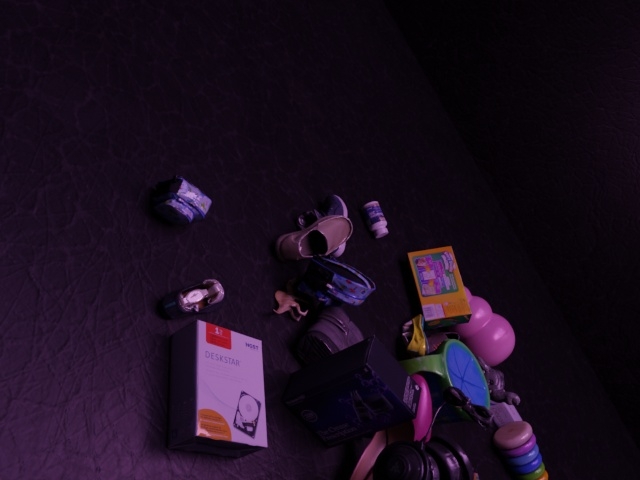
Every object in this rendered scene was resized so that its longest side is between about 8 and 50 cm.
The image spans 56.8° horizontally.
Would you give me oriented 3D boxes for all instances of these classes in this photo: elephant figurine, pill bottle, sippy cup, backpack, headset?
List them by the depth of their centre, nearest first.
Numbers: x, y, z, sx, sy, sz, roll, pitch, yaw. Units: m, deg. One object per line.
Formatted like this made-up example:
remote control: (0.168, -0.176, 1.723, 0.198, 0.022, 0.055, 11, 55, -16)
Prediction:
headset: (0.245, 0.507, 1.271, 0.243, 0.185, 0.394, 8, 101, -40)
backpack: (-0.317, -0.082, 1.350, 0.114, 0.105, 0.084, 34, 61, -36)
backpack: (0.050, 0.118, 1.553, 0.173, 0.117, 0.158, 26, 5, 16)
sippy cup: (0.331, 0.431, 1.708, 0.305, 0.224, 0.240, 55, 32, -5)
elephant figurine: (0.533, 0.466, 1.947, 0.169, 0.239, 0.186, -2, 65, -55)
pill bottle: (0.194, -0.073, 2.092, 0.067, 0.067, 0.120, 1, 63, -55)

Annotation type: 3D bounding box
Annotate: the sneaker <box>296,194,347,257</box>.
sneaker: (0.005, -0.078, 1.811, 0.163, 0.086, 0.226, 34, 40, -39)

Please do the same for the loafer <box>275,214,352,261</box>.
loafer: (0.000, 0.000, 1.657, 0.268, 0.092, 0.102, -25, 112, -36)

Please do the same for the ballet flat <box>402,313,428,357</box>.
ballet flat: (0.302, 0.301, 1.912, 0.231, 0.077, 0.077, -76, 167, -69)

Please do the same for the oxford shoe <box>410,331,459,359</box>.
oxford shoe: (0.379, 0.354, 1.961, 0.271, 0.098, 0.097, -19, 80, -58)

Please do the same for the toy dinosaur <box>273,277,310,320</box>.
toy dinosaur: (-0.082, 0.168, 1.531, 0.092, 0.053, 0.183, 37, 27, -6)

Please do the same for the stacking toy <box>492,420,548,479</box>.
stacking toy: (0.735, 0.805, 2.060, 0.330, 0.141, 0.141, 62, 31, -2)

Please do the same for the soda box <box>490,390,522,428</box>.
soda box: (0.647, 0.592, 2.160, 0.216, 0.074, 0.069, 59, 30, -1)

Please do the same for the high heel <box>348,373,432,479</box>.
high heel: (0.152, 0.486, 1.371, 0.181, 0.127, 0.377, 31, 71, -49)

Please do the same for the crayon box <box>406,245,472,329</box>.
crayon box: (0.415, 0.164, 2.098, 0.081, 0.165, 0.278, 84, -3, -59)

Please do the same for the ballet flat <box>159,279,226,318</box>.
ballet flat: (-0.257, 0.123, 1.287, 0.203, 0.074, 0.074, -14, 76, -58)

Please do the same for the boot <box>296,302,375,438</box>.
boot: (0.085, 0.329, 1.564, 0.338, 0.118, 0.223, 60, 24, -9)

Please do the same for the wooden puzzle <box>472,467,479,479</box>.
wooden puzzle: (0.485, 0.755, 1.859, 0.049, 0.006, 0.083, 29, 42, -40)

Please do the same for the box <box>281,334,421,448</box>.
box: (0.070, 0.355, 1.367, 0.184, 0.261, 0.103, 50, 33, -13)

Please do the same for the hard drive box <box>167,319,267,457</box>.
hard drive box: (-0.206, 0.301, 1.190, 0.181, 0.089, 0.232, 27, 43, -42)

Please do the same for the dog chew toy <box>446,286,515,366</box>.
dog chew toy: (0.557, 0.301, 2.178, 0.332, 0.206, 0.206, 50, 31, 2)
